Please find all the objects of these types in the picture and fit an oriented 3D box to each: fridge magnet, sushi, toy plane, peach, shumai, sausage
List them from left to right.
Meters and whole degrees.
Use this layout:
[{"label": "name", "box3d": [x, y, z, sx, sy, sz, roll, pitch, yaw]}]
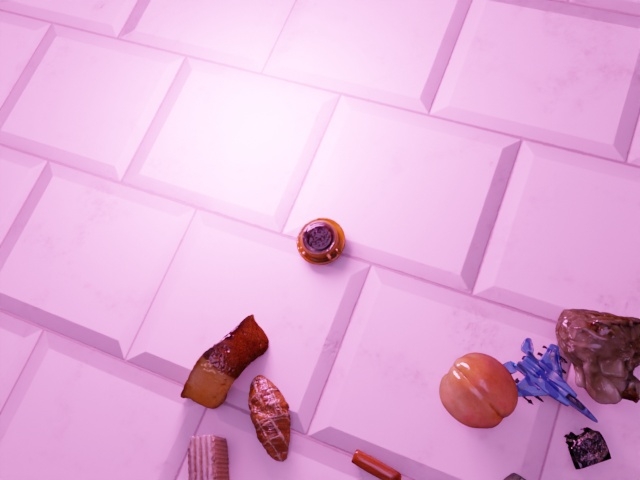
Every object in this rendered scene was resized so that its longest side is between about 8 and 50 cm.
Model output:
[{"label": "fridge magnet", "box3d": [0.000, 0.000, 1.821, 0.143, 0.063, 0.143, -3, 72, 10]}, {"label": "sausage", "box3d": [0.140, 0.566, 1.590, 0.131, 0.041, 0.039, 25, 71, 18]}, {"label": "peach", "box3d": [0.386, 0.367, 1.554, 0.184, 0.184, 0.184, -3, 69, 9]}, {"label": "toy plane", "box3d": [0.574, 0.358, 1.575, 0.246, 0.078, 0.169, 41, 81, 15]}, {"label": "sushi", "box3d": [0.634, 0.490, 1.521, 0.083, 0.056, 0.085, -18, 68, 3]}, {"label": "shumai", "box3d": [0.673, 0.276, 1.537, 0.189, 0.255, 0.218, -3, 87, 52]}]

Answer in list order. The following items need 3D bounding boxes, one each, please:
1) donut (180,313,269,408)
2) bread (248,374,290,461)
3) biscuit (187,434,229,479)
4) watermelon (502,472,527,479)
[{"label": "donut", "box3d": [-0.248, 0.327, 1.702, 0.112, 0.151, 0.295, 36, 78, 10]}, {"label": "bread", "box3d": [-0.131, 0.456, 1.665, 0.104, 0.076, 0.233, -20, 69, 4]}, {"label": "biscuit", "box3d": [-0.268, 0.698, 1.561, 0.078, 0.144, 0.426, -9, 69, 6]}, {"label": "watermelon", "box3d": [0.427, 0.665, 1.486, 0.241, 0.094, 0.154, -41, 61, -4]}]
